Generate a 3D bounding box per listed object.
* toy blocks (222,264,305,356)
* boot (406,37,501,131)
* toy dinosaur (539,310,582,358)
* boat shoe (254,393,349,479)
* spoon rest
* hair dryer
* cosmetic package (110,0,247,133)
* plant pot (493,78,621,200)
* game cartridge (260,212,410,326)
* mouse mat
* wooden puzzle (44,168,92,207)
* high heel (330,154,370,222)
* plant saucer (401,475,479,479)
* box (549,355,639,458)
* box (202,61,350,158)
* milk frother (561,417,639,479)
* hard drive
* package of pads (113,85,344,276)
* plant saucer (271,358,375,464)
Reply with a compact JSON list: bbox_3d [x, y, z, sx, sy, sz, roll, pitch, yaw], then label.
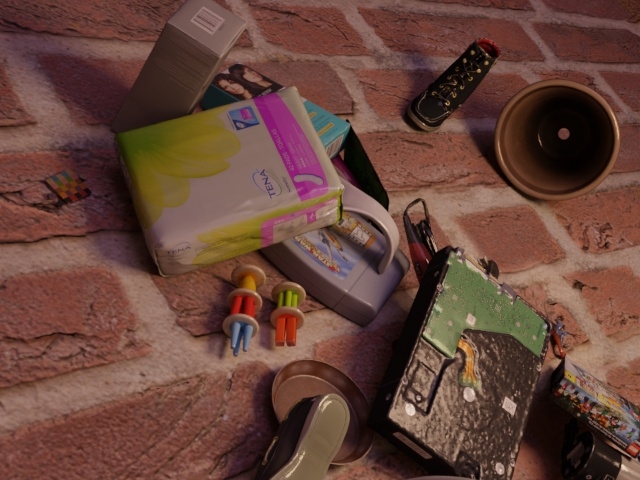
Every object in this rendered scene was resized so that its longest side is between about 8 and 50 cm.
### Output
[{"bbox_3d":[-0.081,0.117,1.361,0.123,0.054,0.148,24,40,-18],"label":"toy blocks"},{"bbox_3d":[0.286,-0.338,2.013,0.085,0.178,0.236,43,37,5],"label":"boot"},{"bbox_3d":[0.443,0.183,1.756,0.090,0.047,0.082,13,43,20],"label":"toy dinosaur"},{"bbox_3d":[-0.040,0.296,1.193,0.081,0.069,0.227,49,54,-25],"label":"boat shoe"},{"bbox_3d":[0.018,-0.062,1.514,0.276,0.084,0.137,36,38,-6],"label":"spoon rest"},{"bbox_3d":[0.180,0.092,1.556,0.224,0.080,0.293,38,47,-15],"label":"hair dryer"},{"bbox_3d":[-0.224,-0.255,1.467,0.107,0.238,0.127,31,41,-7],"label":"cosmetic package"},{"bbox_3d":[0.530,-0.229,2.088,0.263,0.263,0.229,44,19,6],"label":"plant pot"},{"bbox_3d":[0.000,0.000,1.547,0.297,0.062,0.198,40,34,1],"label":"game cartridge"},{"bbox_3d":[0.078,-0.102,1.647,0.007,0.152,0.189,-17,59,-11],"label":"mouse mat"},{"bbox_3d":[-0.365,-0.077,1.358,0.049,0.006,0.083,45,38,7],"label":"wooden puzzle"},{"bbox_3d":[0.034,-0.130,1.685,0.117,0.082,0.244,-21,56,-43],"label":"high heel"},{"bbox_3d":[0.134,0.457,0.989,0.100,0.400,0.400,42,23,-55],"label":"plant saucer"},{"bbox_3d":[0.460,0.271,1.560,0.159,0.044,0.233,36,10,12],"label":"box"},{"bbox_3d":[-0.078,-0.217,1.629,0.244,0.060,0.100,31,44,16],"label":"box"},{"bbox_3d":[0.454,0.359,1.500,0.135,0.129,0.143,31,45,-6],"label":"milk frother"},{"bbox_3d":[0.222,0.200,1.435,0.237,0.064,0.339,38,53,-16],"label":"hard drive"},{"bbox_3d":[-0.132,-0.088,1.395,0.297,0.101,0.229,-18,59,-12],"label":"package of pads"},{"bbox_3d":[0.000,0.244,1.321,0.168,0.029,0.168,23,40,-21],"label":"plant saucer"}]
